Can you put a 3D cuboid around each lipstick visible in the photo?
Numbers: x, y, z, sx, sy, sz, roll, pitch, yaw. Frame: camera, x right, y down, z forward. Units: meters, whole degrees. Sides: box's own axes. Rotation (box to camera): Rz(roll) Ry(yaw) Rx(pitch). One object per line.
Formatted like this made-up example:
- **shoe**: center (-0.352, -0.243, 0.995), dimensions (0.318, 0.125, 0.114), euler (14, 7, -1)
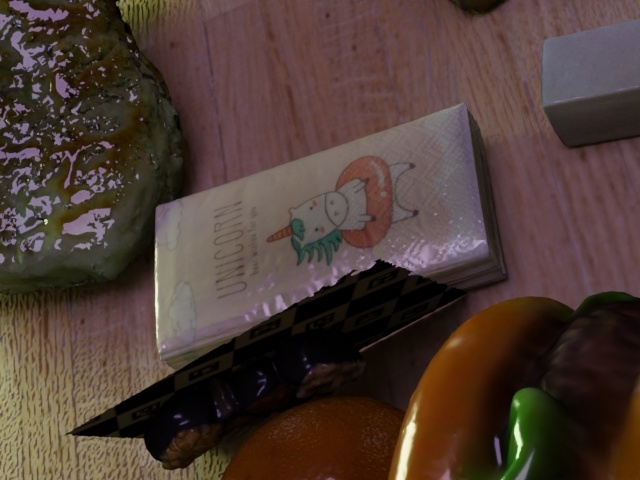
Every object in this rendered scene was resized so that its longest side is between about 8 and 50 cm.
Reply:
- **lipstick**: center (0.372, -0.157, 1.305), dimensions (0.371, 0.076, 0.079), euler (-10, 57, 24)

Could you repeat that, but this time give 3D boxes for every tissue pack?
- **tissue pack**: center (0.000, 0.000, 1.416), dimensions (0.325, 0.071, 0.170), euler (-17, 56, 19)

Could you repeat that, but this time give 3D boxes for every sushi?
- **sushi**: center (-0.026, 0.116, 1.261), dimensions (0.290, 0.264, 0.050), euler (-30, 74, 13)

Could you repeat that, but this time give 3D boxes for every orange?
- **orange**: center (0.011, 0.221, 1.191), dimensions (0.206, 0.206, 0.206), euler (-14, 55, 21)

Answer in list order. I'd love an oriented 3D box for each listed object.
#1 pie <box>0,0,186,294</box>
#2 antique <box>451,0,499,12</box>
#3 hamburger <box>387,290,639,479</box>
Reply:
- **pie**: center (-0.336, -0.115, 1.612), dimensions (0.395, 0.180, 0.418), euler (-19, 60, 17)
- **antique**: center (0.100, -0.358, 1.449), dimensions (0.125, 0.284, 0.150), euler (-42, 49, 0)
- **hamburger**: center (0.195, 0.227, 0.986), dimensions (0.277, 0.396, 0.395), euler (0, 61, 29)
